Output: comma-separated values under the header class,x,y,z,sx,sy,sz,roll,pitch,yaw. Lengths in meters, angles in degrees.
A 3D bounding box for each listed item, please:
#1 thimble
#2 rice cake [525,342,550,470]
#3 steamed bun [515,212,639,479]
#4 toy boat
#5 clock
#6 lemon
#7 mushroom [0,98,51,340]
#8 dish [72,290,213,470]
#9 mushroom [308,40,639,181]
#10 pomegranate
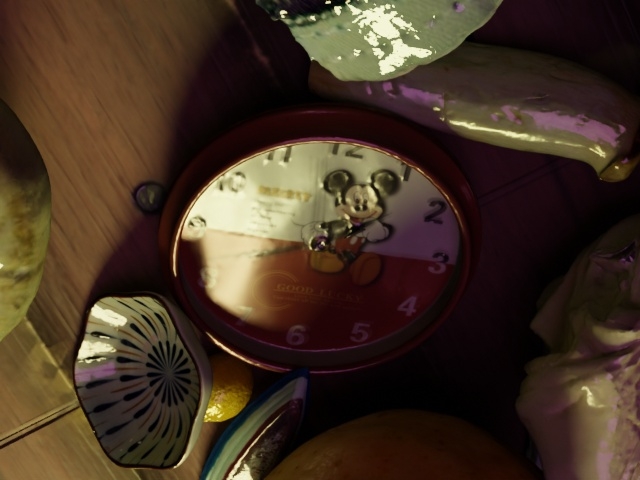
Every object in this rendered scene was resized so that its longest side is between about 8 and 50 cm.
class,x,y,z,sx,sy,sz,roll,pitch,yaw
thimble,0.062,-0.252,1.496,0.237,0.237,0.150,-40,117,11
rice cake,0.243,0.166,1.840,0.042,0.030,0.180,-6,117,-22
steamed bun,0.325,0.108,1.720,0.320,0.206,0.275,-27,119,-20
toy boat,-0.064,0.216,1.781,0.080,0.046,0.229,23,128,-13
clock,0.000,0.000,1.686,0.318,0.080,0.319,-1,127,-1
lemon,-0.104,0.151,1.756,0.092,0.065,0.065,-50,117,-20
mushroom,-0.413,-0.010,1.524,0.352,0.260,0.352,-1,113,-3
dish,-0.162,0.134,1.716,0.066,0.190,0.191,-10,125,-47
mushroom,0.158,-0.139,1.639,0.333,0.107,0.087,15,132,6
pomegranate,0.059,0.352,1.740,0.410,0.410,0.410,-4,117,-7
